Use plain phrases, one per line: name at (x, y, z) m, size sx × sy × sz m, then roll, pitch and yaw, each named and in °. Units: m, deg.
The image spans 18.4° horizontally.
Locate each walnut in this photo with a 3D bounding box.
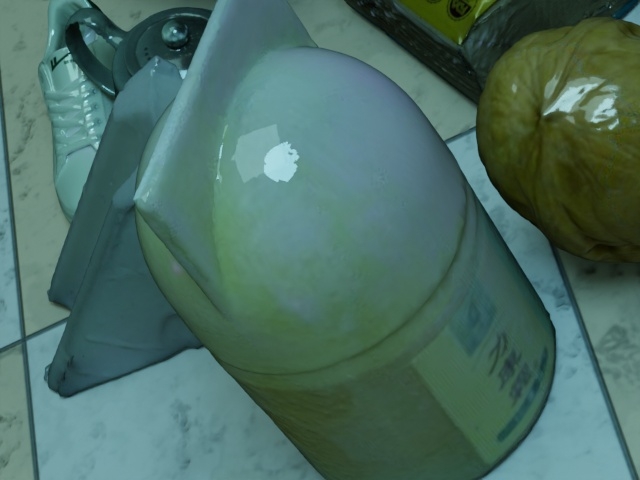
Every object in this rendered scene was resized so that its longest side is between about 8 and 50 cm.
walnut at (0.219, -0.078, 1.529) m, size 0.195 × 0.222 × 0.195 m, roll -5°, pitch 80°, yaw 28°

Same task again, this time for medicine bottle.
medicine bottle at (0.000, 0.000, 1.467) m, size 0.236 × 0.406 × 0.235 m, roll -16°, pitch 49°, yaw 19°

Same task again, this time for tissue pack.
tissue pack at (0.134, -0.257, 1.780) m, size 0.192 × 0.134 × 0.271 m, roll -42°, pitch 46°, yaw -6°

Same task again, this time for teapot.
teapot at (-0.133, -0.150, 1.814) m, size 0.239 × 0.149 × 0.162 m, roll 23°, pitch 61°, yaw 22°

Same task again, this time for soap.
soap at (-0.089, 0.013, 1.769) m, size 0.302 × 0.258 × 0.159 m, roll 118°, pitch 153°, yaw -43°

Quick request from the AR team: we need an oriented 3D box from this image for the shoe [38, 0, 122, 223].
shoe at (-0.236, -0.131, 1.924) m, size 0.095 × 0.110 × 0.265 m, roll -20°, pitch 45°, yaw 16°
